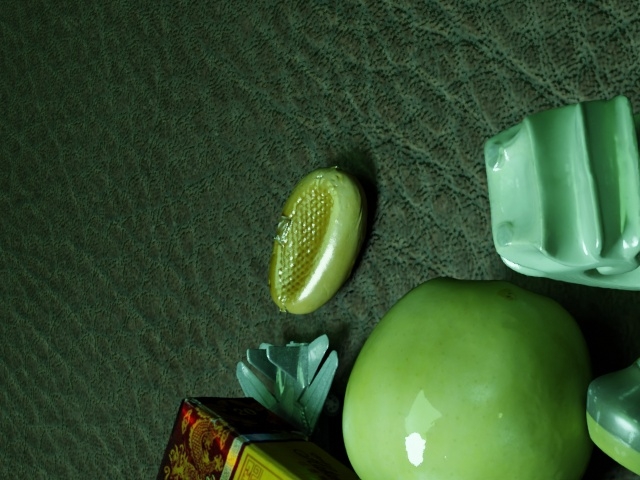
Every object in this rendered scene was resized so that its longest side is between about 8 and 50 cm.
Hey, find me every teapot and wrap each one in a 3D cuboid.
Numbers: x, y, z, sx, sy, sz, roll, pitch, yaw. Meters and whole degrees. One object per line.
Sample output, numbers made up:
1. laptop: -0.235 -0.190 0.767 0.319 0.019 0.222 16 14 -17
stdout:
1. teapot: 0.310 0.146 1.533 0.119 0.130 0.166 -59 10 10

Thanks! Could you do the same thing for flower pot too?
1. flower pot: 0.328 -0.062 1.410 0.367 0.254 0.164 -23 68 48

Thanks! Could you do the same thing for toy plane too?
1. toy plane: -0.024 0.251 1.988 0.212 0.088 0.267 -13 84 53

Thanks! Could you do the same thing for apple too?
1. apple: 0.145 0.160 1.630 0.262 0.262 0.262 -8 80 52

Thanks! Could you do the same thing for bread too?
1. bread: 0.000 0.000 1.985 0.114 0.077 0.189 30 110 29

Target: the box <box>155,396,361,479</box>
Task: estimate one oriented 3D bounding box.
1. box: -0.033 0.370 1.830 0.415 0.116 0.264 29 106 43
